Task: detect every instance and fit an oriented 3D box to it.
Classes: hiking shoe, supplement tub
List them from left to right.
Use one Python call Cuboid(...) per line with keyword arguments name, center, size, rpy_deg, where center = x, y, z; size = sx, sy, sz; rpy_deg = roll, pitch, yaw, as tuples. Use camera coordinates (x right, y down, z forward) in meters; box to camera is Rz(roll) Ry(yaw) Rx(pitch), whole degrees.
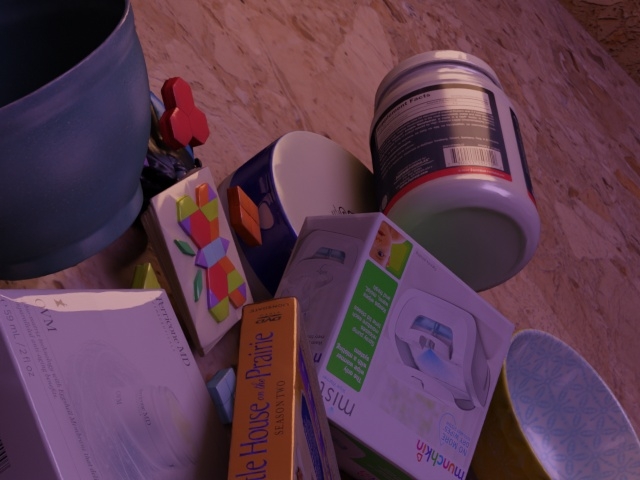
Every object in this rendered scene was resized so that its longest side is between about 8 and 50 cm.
Cuboid(name="hiking shoe", center=(-0.251, -0.145, 1.613), size=(0.304, 0.113, 0.132), rpy_deg=(50, 23, -27))
Cuboid(name="supplement tub", center=(0.160, -0.086, 1.816), size=(0.191, 0.191, 0.272), rpy_deg=(33, 35, -32))

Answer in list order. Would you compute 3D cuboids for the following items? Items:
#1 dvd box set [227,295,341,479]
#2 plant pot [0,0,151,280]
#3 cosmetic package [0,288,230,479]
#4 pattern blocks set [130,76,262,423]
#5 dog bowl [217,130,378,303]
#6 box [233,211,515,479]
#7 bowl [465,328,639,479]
Cuboid(name="dvd box set", center=(-0.020, 0.284, 1.289), size=(0.420, 0.062, 0.308), rpy_deg=(-91, 169, -62))
Cuboid(name="plant pot", center=(-0.278, -0.088, 1.363), size=(0.293, 0.293, 0.196), rpy_deg=(-74, 149, -55))
Cuboid(name="cosmetic package", center=(-0.210, 0.168, 1.293), size=(0.224, 0.138, 0.224), rpy_deg=(3, 56, -55))
Cuboid(name="pattern blocks set", center=(-0.126, 0.016, 1.564), size=(0.325, 0.026, 0.285), rpy_deg=(65, 29, -25))
Cuboid(name="dog bowl", center=(0.000, 0.000, 1.800), size=(0.265, 0.104, 0.265), rpy_deg=(35, 35, -29))
Cuboid(name="box", center=(0.063, 0.133, 1.620), size=(0.262, 0.126, 0.231), rpy_deg=(39, 61, -35))
Cuboid(name="bowl", center=(0.268, 0.273, 1.838), size=(0.289, 0.156, 0.289), rpy_deg=(36, 33, -28))
